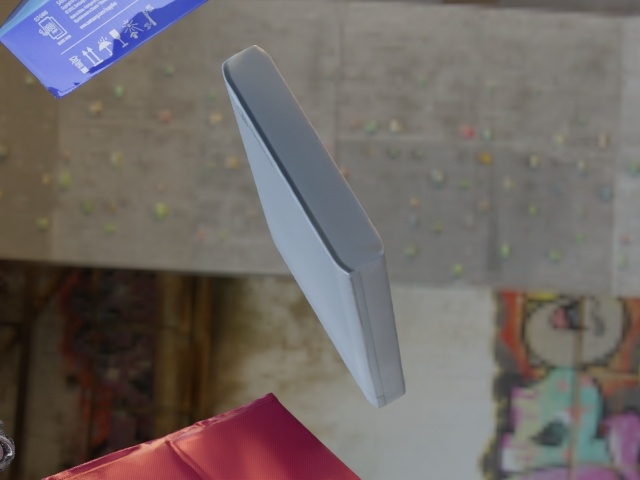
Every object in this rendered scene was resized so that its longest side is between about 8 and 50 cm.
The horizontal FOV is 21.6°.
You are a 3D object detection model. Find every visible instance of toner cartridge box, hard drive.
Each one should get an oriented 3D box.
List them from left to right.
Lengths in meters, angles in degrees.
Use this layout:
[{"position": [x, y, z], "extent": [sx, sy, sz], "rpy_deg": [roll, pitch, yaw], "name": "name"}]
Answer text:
[{"position": [-0.085, -0.241, 1.234], "extent": [0.075, 0.348, 0.165], "rpy_deg": [45, -136, -20], "name": "toner cartridge box"}, {"position": [0.000, 0.000, 1.562], "extent": [0.233, 0.047, 0.353], "rpy_deg": [59, 172, 23], "name": "hard drive"}]

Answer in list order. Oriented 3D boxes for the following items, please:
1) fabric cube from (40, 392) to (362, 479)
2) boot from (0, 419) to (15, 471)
[{"position": [-0.075, 0.320, 1.320], "extent": [0.259, 0.258, 0.254], "rpy_deg": [-17, -43, -43], "name": "fabric cube"}, {"position": [-0.271, 0.155, 1.277], "extent": [0.086, 0.190, 0.069], "rpy_deg": [-22, -94, -29], "name": "boot"}]
